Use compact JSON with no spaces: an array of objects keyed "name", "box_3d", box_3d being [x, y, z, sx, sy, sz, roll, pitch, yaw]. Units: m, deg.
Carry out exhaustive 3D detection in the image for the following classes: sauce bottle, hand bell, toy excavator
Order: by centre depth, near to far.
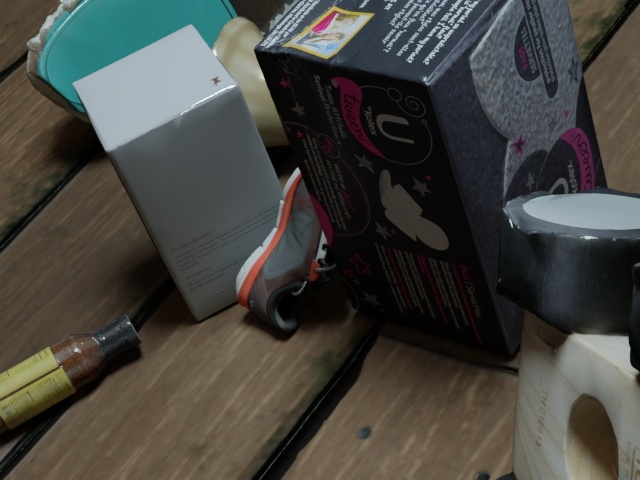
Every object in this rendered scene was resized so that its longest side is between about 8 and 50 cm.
[{"name":"toy excavator","box_3d":[0.348,0.110,0.705,0.445,0.222,0.433,-4,15,-17]},{"name":"sauce bottle","box_3d":[-0.195,0.098,1.103,0.128,0.042,0.042,-28,40,-9]},{"name":"hand bell","box_3d":[0.038,-0.103,1.189,0.242,0.126,0.126,10,49,18]}]

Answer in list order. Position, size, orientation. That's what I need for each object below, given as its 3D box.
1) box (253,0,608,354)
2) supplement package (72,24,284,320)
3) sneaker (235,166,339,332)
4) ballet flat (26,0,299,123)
[{"name":"box","box_3d":[0.088,-0.071,1.000,0.142,0.247,0.163,17,53,35]},{"name":"supplement package","box_3d":[-0.095,-0.050,1.112,0.105,0.179,0.105,-27,40,-6]},{"name":"sneaker","box_3d":[0.000,0.000,1.075,0.065,0.061,0.158,45,117,33]},{"name":"ballet flat","box_3d":[-0.098,-0.231,1.381,0.409,0.147,0.147,-36,42,-20]}]
